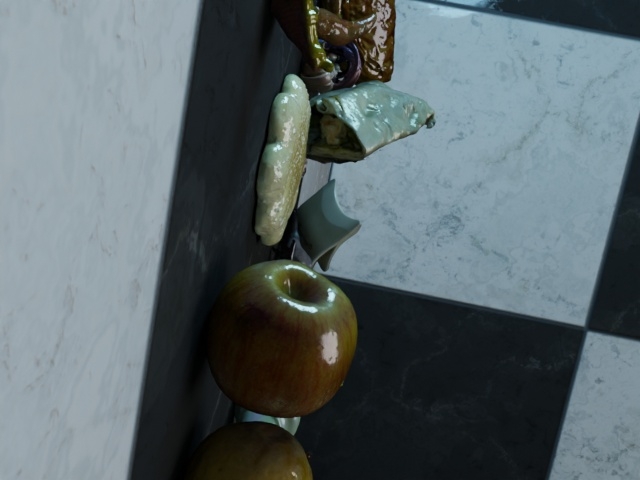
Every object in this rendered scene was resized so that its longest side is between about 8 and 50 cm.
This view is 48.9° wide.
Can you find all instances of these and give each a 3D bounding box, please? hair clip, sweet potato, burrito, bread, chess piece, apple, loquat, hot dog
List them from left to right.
[{"bbox_3d":[-0.110,0.374,1.018,0.238,0.193,0.238,4,90,-65],"label":"loquat"},{"bbox_3d":[-0.143,0.391,1.349,0.272,0.139,0.139,-46,149,-62],"label":"chess piece"},{"bbox_3d":[-0.052,0.133,0.967,0.211,0.211,0.188,-74,-173,-59],"label":"apple"},{"bbox_3d":[-0.064,-0.143,1.279,0.316,0.054,0.316,12,90,-86],"label":"bread"},{"bbox_3d":[-0.014,-0.003,1.824,0.172,0.113,0.282,63,-34,34],"label":"hair clip"},{"bbox_3d":[0.034,-0.432,1.420,0.255,0.058,0.078,-17,139,-54],"label":"sweet potato"},{"bbox_3d":[0.088,-0.548,1.607,0.267,0.174,0.387,-77,169,-76],"label":"hot dog"},{"bbox_3d":[0.100,-0.265,1.478,0.332,0.190,0.135,-31,115,-47],"label":"burrito"}]

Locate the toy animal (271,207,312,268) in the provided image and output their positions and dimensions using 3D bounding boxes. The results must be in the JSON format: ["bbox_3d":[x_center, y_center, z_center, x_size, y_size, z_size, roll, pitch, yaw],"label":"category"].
[{"bbox_3d":[-0.064,0.057,1.682,0.324,0.090,0.195,-76,167,-72],"label":"toy animal"}]

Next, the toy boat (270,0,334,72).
[{"bbox_3d":[-0.008,-0.392,0.978,0.141,0.099,0.318,109,-11,-85],"label":"toy boat"}]

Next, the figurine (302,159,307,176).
[{"bbox_3d":[-0.050,-0.174,1.493,0.060,0.047,0.106,-91,-175,-49],"label":"figurine"}]

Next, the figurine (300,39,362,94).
[{"bbox_3d":[0.007,-0.355,1.487,0.157,0.114,0.126,-45,117,-35],"label":"figurine"}]
